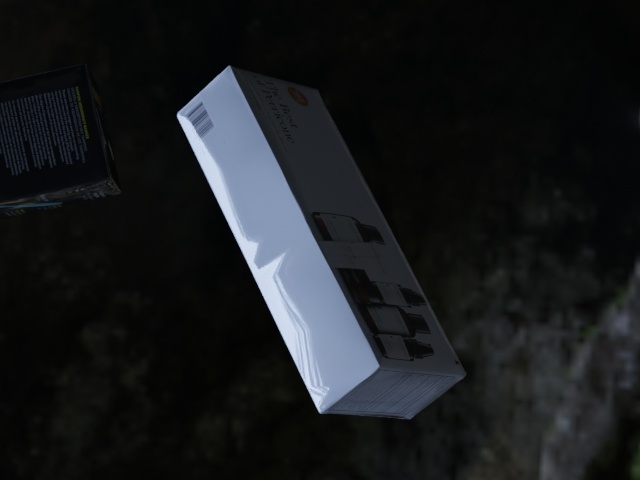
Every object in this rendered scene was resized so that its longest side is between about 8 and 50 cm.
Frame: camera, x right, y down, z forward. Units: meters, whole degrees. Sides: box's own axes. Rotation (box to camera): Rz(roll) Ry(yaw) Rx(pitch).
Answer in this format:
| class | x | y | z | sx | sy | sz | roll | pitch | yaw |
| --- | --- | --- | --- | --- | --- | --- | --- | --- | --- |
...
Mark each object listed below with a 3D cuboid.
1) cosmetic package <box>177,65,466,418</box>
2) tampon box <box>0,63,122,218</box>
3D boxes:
| class | x | y | z | sx | sy | sz | roll | pitch | yaw |
| --- | --- | --- | --- | --- | --- | --- | --- | --- | --- |
| cosmetic package | 0.000 | 0.000 | 1.261 | 0.099 | 0.060 | 0.239 | 11 | -135 | -53 |
| tampon box | -0.260 | -0.077 | 1.636 | 0.120 | 0.161 | 0.101 | 111 | 146 | -85 |
